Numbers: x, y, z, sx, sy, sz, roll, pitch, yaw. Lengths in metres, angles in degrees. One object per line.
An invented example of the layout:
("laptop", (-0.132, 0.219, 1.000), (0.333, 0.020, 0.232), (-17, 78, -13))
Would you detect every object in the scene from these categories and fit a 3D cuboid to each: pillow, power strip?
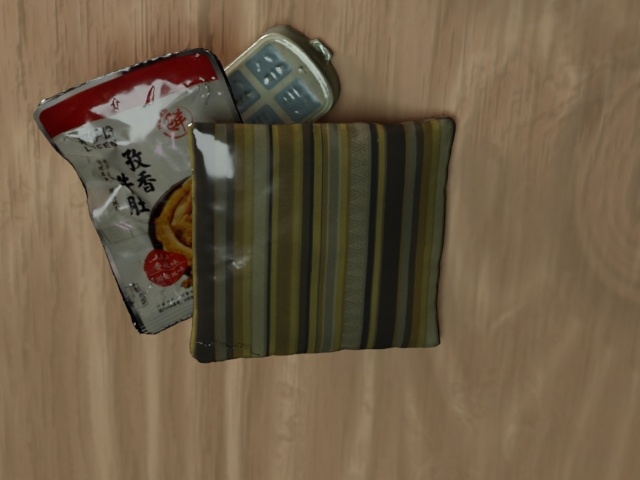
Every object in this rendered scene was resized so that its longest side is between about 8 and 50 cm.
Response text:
("pillow", (0.000, 0.000, 1.090), (0.212, 0.052, 0.208), (-2, 115, -9))
("power strip", (-0.078, -0.087, 1.109), (0.227, 0.029, 0.080), (-37, 101, 27))

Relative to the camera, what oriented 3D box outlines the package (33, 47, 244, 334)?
("package", (-0.117, -0.035, 1.100), (0.154, 0.030, 0.239), (-18, 121, 5))
